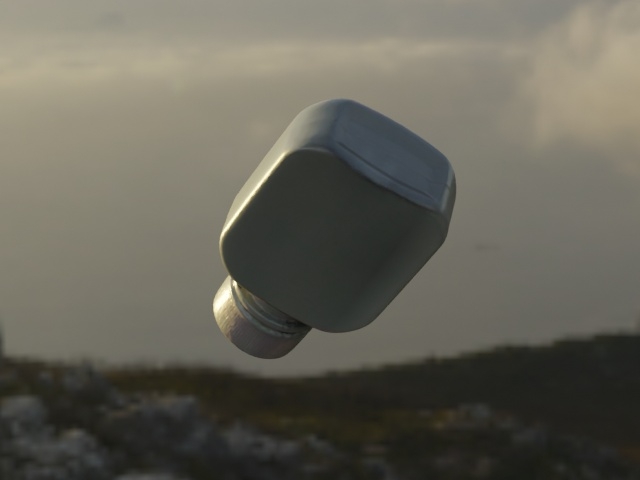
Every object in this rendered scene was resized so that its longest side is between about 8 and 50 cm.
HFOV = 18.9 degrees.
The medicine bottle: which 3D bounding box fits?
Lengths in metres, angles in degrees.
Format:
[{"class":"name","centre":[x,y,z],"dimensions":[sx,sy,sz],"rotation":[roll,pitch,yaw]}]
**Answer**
[{"class":"medicine bottle","centre":[0.000,0.000,1.233],"dimensions":[0.119,0.183,0.069],"rotation":[29,40,-12]}]
